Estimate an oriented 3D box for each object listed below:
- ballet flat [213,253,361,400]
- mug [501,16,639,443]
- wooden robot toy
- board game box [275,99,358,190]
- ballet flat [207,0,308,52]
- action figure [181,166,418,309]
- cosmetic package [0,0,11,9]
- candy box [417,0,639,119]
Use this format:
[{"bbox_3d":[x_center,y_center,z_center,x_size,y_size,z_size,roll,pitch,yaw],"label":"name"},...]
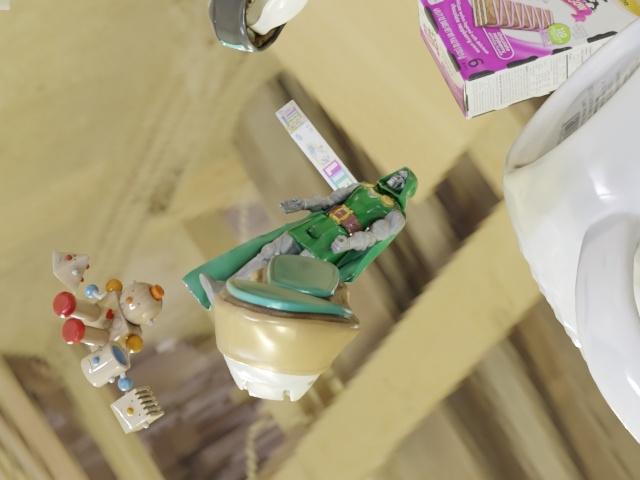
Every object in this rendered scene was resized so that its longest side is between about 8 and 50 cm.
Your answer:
[{"bbox_3d":[-0.017,0.055,0.968,0.232,0.080,0.073,-33,136,-82],"label":"ballet flat"},{"bbox_3d":[0.280,0.034,1.147,0.276,0.328,0.374,-40,-170,37],"label":"mug"},{"bbox_3d":[-0.163,0.065,1.415,0.079,0.173,0.076,-32,154,16],"label":"wooden robot toy"},{"bbox_3d":[0.014,-0.079,1.906,0.026,0.154,0.103,-38,-159,2],"label":"board game box"},{"bbox_3d":[-0.004,-0.302,1.749,0.095,0.096,0.280,27,104,-38],"label":"ballet flat"},{"bbox_3d":[0.000,0.000,1.597,0.232,0.137,0.063,-34,143,-23],"label":"action figure"},{"bbox_3d":[-0.437,-0.280,1.516,0.309,0.160,0.113,-4,125,-27],"label":"cosmetic package"},{"bbox_3d":[0.251,-0.252,2.046,0.233,0.159,0.071,-18,142,-7],"label":"candy box"}]
